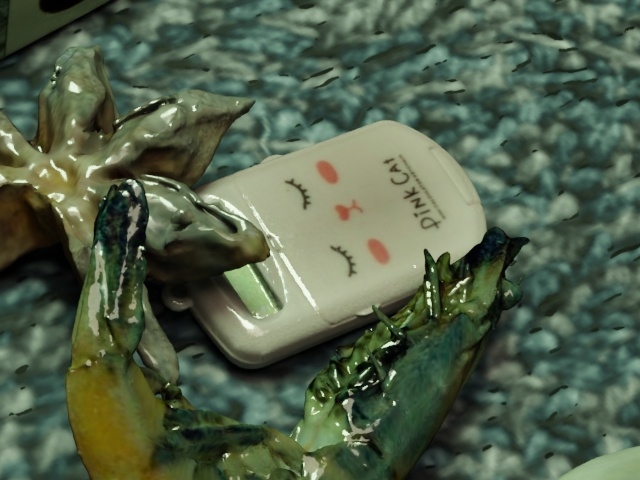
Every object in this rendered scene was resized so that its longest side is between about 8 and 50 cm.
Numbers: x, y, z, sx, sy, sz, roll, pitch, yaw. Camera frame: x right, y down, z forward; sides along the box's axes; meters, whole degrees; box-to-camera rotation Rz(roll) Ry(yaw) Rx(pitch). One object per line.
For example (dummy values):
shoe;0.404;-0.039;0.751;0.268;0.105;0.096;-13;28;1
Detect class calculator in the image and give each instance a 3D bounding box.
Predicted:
calculator;0.000;0.000;0.855;0.175;0.032;0.100;-21;63;-25

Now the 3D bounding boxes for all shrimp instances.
shrimp;-0.007;0.029;0.762;0.262;0.051;0.198;-45;116;-30

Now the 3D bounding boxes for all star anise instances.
star anise;-0.117;-0.032;0.812;0.208;0.063;0.172;20;57;20

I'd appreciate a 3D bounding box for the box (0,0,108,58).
box;-0.237;-0.149;0.879;0.256;0.069;0.164;-34;69;-31

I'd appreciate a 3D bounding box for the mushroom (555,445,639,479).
mushroom;0.078;0.169;0.722;0.328;0.122;0.159;-7;22;-19
